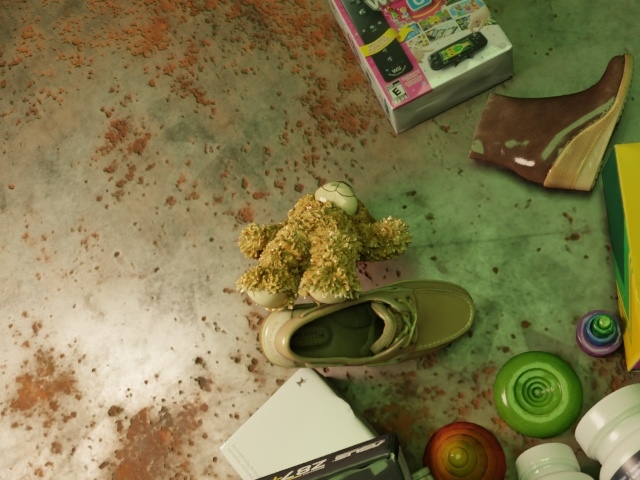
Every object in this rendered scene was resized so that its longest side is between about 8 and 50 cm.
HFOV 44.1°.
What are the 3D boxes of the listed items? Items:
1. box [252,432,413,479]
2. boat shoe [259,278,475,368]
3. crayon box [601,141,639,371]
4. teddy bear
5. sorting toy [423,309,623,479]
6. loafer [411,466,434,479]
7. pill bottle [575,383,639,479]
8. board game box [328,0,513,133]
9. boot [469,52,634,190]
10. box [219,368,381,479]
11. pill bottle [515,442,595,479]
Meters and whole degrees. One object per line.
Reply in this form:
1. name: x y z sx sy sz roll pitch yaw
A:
1. box: 0.018 0.487 1.022 0.318 0.097 0.395 -20 92 9
2. boat shoe: 0.089 0.128 1.133 0.341 0.110 0.121 -10 91 -22
3. crayon box: 0.600 0.017 1.092 0.363 0.106 0.313 -2 68 7
4. teddy bear: 0.000 0.000 1.159 0.245 0.338 0.113 0 113 34
5. sorting toy: 0.288 0.224 1.111 0.365 0.126 0.127 -42 66 -2
6. loafer: 0.110 0.369 1.139 0.125 0.045 0.039 -34 76 20
7. pill bottle: 0.452 0.320 0.995 0.153 0.153 0.264 -33 49 1
8. board game box: 0.164 -0.371 1.373 0.224 0.097 0.303 -27 66 4
9. boot: 0.371 -0.211 1.263 0.207 0.090 0.248 21 81 18
10. box: -0.014 0.312 1.160 0.182 0.119 0.181 -44 66 -4
11. pill bottle: 0.323 0.368 1.035 0.112 0.112 0.186 -17 43 8
